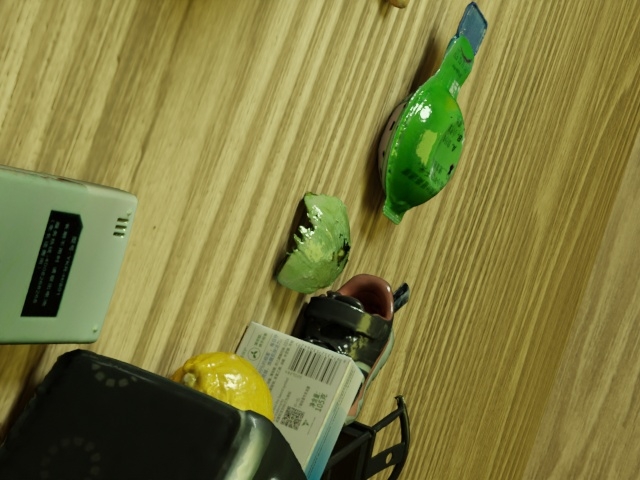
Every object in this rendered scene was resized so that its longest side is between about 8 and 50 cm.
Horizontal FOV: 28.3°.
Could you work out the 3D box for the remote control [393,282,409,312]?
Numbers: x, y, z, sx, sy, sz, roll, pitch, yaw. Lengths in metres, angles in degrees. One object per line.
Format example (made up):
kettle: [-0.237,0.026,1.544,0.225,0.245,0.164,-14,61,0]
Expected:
remote control: [0.115,0.099,1.955,0.096,0.014,0.039,-35,138,-54]

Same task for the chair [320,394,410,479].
chair: [0.002,0.294,1.672,0.260,0.141,0.154,-21,126,-60]

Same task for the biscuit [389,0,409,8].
biscuit: [0.133,-0.427,1.586,0.249,0.030,0.160,-62,156,-23]

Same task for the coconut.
coconut: [0.003,0.004,1.574,0.158,0.055,0.133,-46,147,-50]

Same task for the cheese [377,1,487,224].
cheese: [0.159,-0.175,1.764,0.320,0.083,0.204,-68,155,-5]

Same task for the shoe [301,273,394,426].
shoe: [0.024,0.138,1.640,0.291,0.114,0.137,-47,152,-51]

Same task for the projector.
projector: [-0.176,0.366,1.184,0.395,0.242,0.405,-62,157,-26]

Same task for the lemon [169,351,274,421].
lemon: [-0.111,0.176,1.363,0.114,0.114,0.155,-64,154,-20]

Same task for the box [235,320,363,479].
box: [-0.053,0.212,1.484,0.194,0.139,0.073,-65,158,-15]

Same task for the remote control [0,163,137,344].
remote control: [-0.259,0.010,0.975,0.344,0.050,0.145,13,95,-67]
